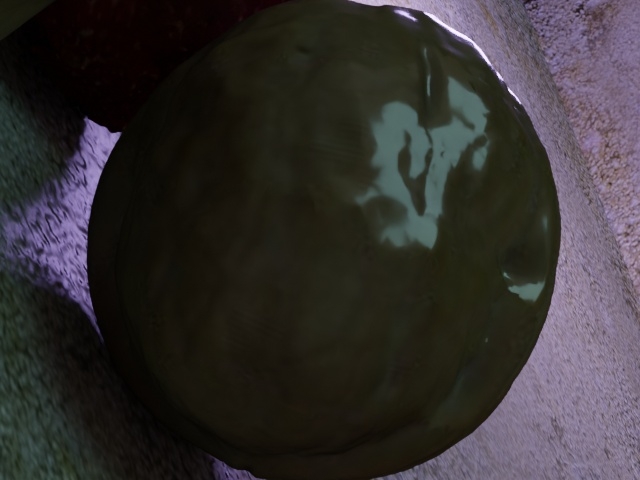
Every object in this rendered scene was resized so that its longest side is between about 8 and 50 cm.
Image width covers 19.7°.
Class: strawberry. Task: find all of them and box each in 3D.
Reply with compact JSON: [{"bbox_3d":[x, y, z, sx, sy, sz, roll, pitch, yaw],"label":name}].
[{"bbox_3d":[-0.151,-0.202,1.538,0.274,0.220,0.274,10,28,-5],"label":"strawberry"}]

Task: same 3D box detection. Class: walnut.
[{"bbox_3d":[0.000,0.000,1.375,0.381,0.381,0.381,52,18,-24],"label":"walnut"}]

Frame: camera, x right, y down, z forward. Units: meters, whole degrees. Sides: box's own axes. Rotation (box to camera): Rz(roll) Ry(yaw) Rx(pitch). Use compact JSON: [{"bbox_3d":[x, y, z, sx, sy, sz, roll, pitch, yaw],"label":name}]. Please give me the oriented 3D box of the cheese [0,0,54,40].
[{"bbox_3d":[-0.351,-0.308,1.264,0.384,0.104,0.384,46,22,-25],"label":"cheese"}]
